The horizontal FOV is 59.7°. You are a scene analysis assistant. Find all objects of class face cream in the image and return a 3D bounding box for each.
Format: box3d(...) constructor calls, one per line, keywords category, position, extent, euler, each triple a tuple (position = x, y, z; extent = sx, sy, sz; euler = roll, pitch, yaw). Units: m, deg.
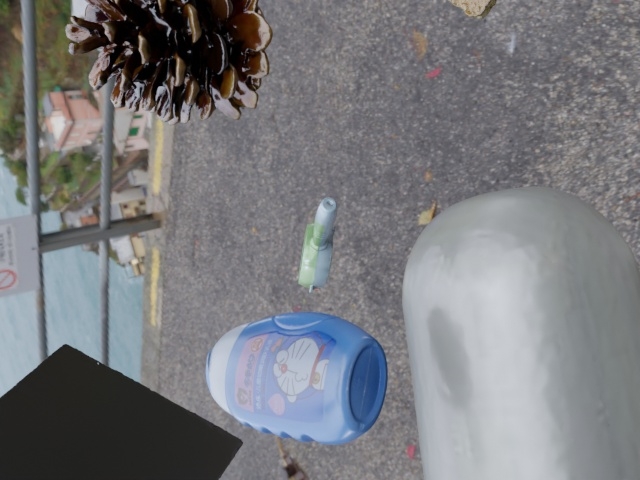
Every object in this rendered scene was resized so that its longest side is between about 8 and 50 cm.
box3d(category="face cream", position=(-0.046, 0.160, 0.681), extent=(0.264, 0.083, 0.149), euler=(-6, 63, 42))

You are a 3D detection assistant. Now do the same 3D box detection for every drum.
box3d(category="drum", position=(0.002, -0.016, 0.929), extent=(0.253, 0.049, 0.130), euler=(103, 175, -51))

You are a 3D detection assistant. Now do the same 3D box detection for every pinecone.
box3d(category="pinecone", position=(-0.197, -0.272, 0.722), extent=(0.264, 0.264, 0.263), euler=(20, 118, 44))

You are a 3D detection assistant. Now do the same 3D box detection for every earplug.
box3d(category="earplug", position=(0.260, 0.133, 0.725), extent=(0.313, 0.313, 0.393), euler=(-22, 73, 51))

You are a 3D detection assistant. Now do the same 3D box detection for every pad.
box3d(category="pad", position=(-0.218, 0.211, 0.393), extent=(0.202, 0.299, 0.005), euler=(23, 129, 14))

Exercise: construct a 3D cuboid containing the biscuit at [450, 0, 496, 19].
box3d(category="biscuit", position=(0.206, -0.387, 0.644), extent=(0.131, 0.025, 0.230), euler=(50, 129, 26))
